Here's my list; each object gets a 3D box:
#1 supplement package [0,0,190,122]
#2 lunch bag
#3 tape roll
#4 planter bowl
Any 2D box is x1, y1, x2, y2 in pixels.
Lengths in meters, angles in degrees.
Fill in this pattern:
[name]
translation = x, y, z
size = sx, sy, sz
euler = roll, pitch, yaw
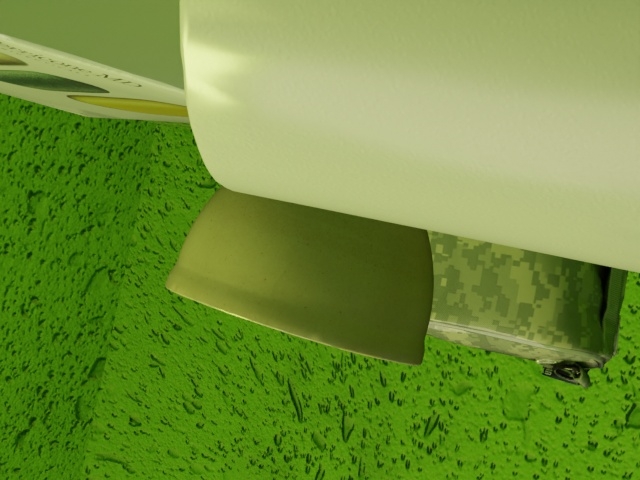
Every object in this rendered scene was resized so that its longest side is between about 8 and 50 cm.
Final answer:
[supplement package]
translation = -0.122, -0.175, 0.824
size = 0.199, 0.198, 0.262
euler = 14, 177, -35
[lunch bag]
translation = 0.149, -0.049, 1.351
size = 0.256, 0.305, 0.212
euler = 12, 179, 26
[tape roll]
translation = 0.068, -0.120, 0.569
size = 0.169, 0.246, 0.246
euler = 12, 178, 11
[planter bowl]
translation = 0.000, 0.000, 0.961
size = 0.162, 0.109, 0.162
euler = 18, 180, 0
